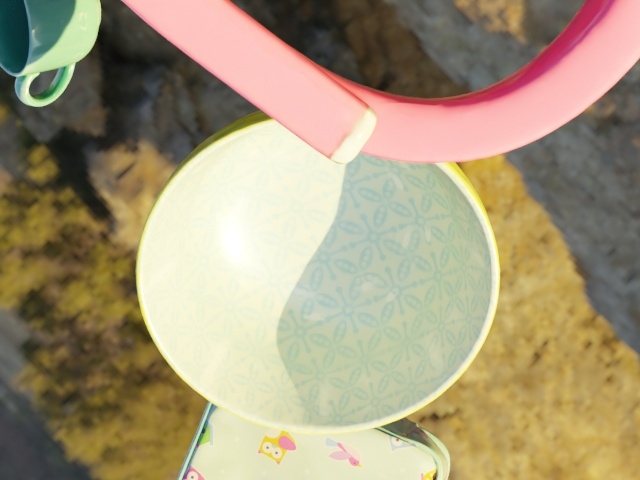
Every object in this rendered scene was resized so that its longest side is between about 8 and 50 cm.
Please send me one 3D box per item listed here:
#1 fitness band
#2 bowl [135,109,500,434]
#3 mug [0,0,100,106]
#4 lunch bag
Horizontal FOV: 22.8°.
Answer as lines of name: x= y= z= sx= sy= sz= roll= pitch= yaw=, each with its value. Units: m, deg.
fitness band: x=0.010 y=-0.155 z=0.604 sx=0.291 sy=0.209 sz=0.054 roll=38 pitch=-173 yaw=-13
bowl: x=0.000 y=0.000 z=1.322 sx=0.289 sy=0.289 sz=0.156 roll=52 pitch=-162 yaw=-20
mug: x=-0.299 y=-0.240 z=1.711 sx=0.129 sy=0.097 sz=0.157 roll=57 pitch=145 yaw=24
lunch bag: x=-0.016 y=0.269 z=1.734 sx=0.279 sy=0.224 sz=0.108 roll=23 pitch=-173 yaw=12
